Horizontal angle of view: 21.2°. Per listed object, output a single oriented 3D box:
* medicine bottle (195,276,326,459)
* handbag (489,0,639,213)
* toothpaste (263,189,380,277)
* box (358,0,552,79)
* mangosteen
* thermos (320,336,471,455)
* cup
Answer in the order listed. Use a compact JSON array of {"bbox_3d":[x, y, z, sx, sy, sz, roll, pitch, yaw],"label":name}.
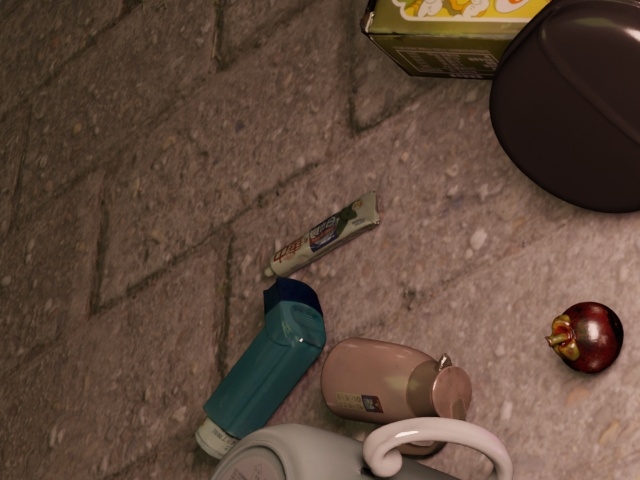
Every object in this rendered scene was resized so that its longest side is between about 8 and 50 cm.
[{"bbox_3d":[-0.083,0.182,2.352,0.258,0.079,0.124,-54,37,17],"label":"medicine bottle"},{"bbox_3d":[0.314,-0.146,1.841,0.093,0.254,0.308,-51,2,-34],"label":"handbag"},{"bbox_3d":[0.000,0.000,2.398,0.233,0.038,0.060,-32,47,37],"label":"toothpaste"},{"bbox_3d":[0.291,-0.376,2.019,0.420,0.138,0.373,8,73,35],"label":"box"},{"bbox_3d":[0.291,0.104,1.864,0.081,0.081,0.081,-34,43,39],"label":"mangosteen"},{"bbox_3d":[0.102,0.193,2.074,0.193,0.105,0.137,3,97,49],"label":"thermos"},{"bbox_3d":[0.045,0.316,1.891,0.357,0.274,0.259,-48,36,26],"label":"cup"}]
